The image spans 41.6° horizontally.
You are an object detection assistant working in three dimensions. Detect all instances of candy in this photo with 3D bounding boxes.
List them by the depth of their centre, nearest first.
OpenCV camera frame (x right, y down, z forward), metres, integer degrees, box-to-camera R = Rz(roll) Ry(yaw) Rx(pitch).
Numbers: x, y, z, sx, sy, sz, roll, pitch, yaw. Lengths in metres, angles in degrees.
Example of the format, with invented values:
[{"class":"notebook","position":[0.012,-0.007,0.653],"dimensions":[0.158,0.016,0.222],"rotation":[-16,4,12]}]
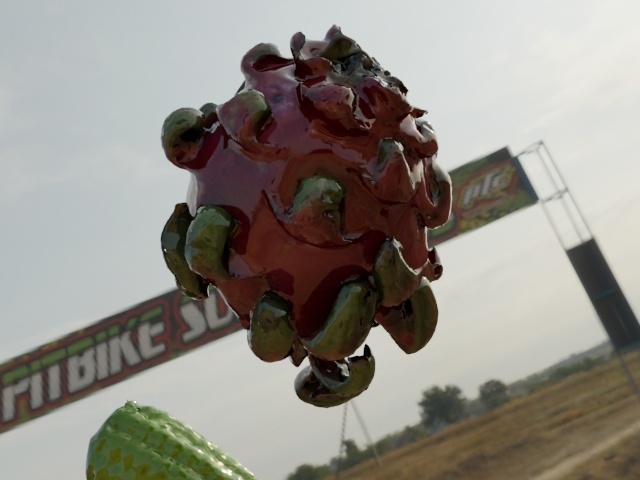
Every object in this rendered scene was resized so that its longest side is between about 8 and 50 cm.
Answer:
[{"class":"candy","position":[-0.111,0.228,0.765],"dimensions":[0.096,0.210,0.096],"rotation":[-57,-15,-25]}]

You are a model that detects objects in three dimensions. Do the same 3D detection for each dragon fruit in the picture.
[{"class":"dragon fruit","position":[0.006,-0.007,0.590],"dimensions":[0.198,0.218,0.273],"rotation":[-30,-41,8]}]
